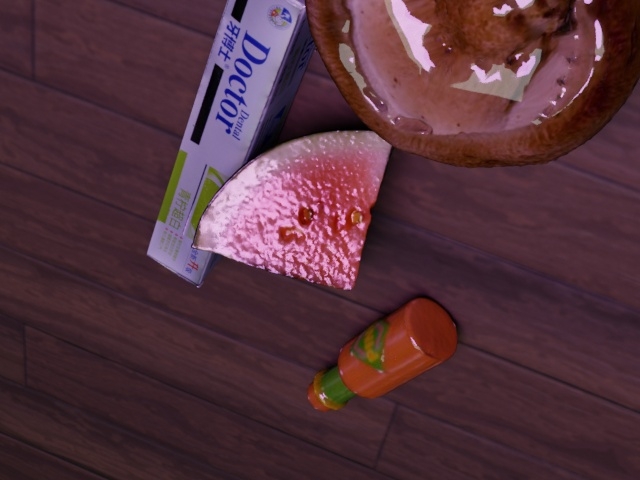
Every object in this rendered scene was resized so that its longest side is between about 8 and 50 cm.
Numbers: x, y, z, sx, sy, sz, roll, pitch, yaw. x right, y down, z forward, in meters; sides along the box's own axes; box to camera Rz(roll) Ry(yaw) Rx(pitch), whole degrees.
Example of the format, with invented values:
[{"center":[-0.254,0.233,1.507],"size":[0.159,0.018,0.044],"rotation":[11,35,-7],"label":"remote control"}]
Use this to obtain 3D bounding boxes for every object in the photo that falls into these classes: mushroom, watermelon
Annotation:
[{"center":[0.106,-0.167,0.782],"size":[0.253,0.153,0.253],"rotation":[13,124,20],"label":"mushroom"},{"center":[-0.008,-0.017,0.986],"size":[0.193,0.145,0.137],"rotation":[-26,91,2],"label":"watermelon"}]

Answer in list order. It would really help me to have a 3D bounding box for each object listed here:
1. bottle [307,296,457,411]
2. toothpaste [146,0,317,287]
[{"center":[0.052,0.123,1.112],"size":[0.069,0.069,0.187],"rotation":[41,133,-11],"label":"bottle"},{"center":[-0.072,-0.101,0.975],"size":[0.067,0.081,0.337],"rotation":[30,134,5],"label":"toothpaste"}]
